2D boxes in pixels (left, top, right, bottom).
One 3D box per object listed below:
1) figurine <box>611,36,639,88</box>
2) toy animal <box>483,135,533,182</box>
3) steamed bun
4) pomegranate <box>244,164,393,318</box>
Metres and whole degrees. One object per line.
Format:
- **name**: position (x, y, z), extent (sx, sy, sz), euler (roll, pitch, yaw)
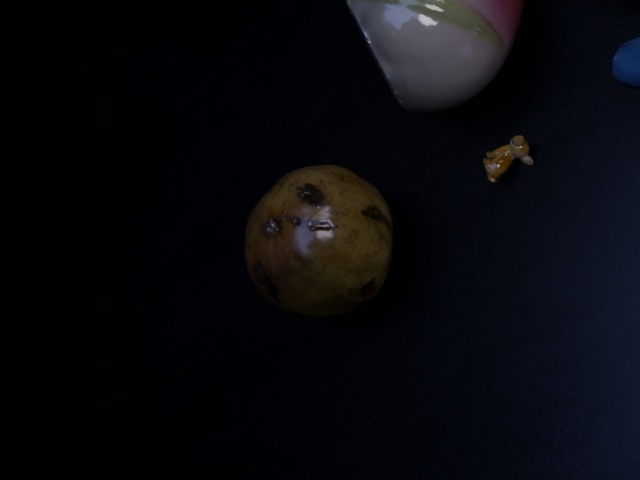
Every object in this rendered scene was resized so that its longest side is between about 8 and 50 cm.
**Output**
- **figurine**: position (0.616, -0.259, 1.627), extent (0.416, 0.243, 0.297), euler (-15, 108, 15)
- **toy animal**: position (0.321, -0.139, 2.014), extent (0.083, 0.060, 0.081), euler (-22, 25, 36)
- **steamed bun**: position (0.214, -0.384, 2.031), extent (0.309, 0.309, 0.309), euler (-12, 71, 38)
- **pomegranate**: position (0.000, 0.000, 2.121), extent (0.281, 0.281, 0.281), euler (-12, 71, 38)
